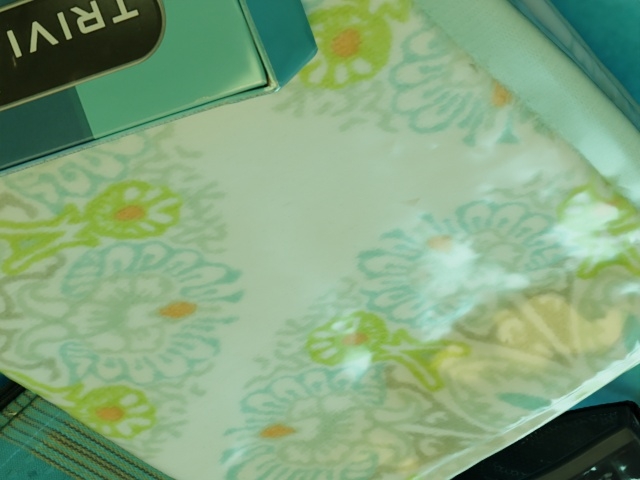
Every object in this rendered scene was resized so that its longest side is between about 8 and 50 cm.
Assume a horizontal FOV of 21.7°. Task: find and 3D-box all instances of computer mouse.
[{"bbox_3d":[0.138,0.169,1.027,0.272,0.072,0.188,-21,124,-24],"label":"computer mouse"}]

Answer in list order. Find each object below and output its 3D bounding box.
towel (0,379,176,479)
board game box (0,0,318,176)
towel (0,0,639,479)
[{"bbox_3d":[-0.042,0.166,1.045,0.271,0.040,0.370,-39,125,18],"label":"towel"},{"bbox_3d":[-0.179,-0.182,0.619,0.254,0.079,0.336,-16,103,16],"label":"board game box"},{"bbox_3d":[0.000,0.000,0.810,0.320,0.090,0.374,-33,133,19],"label":"towel"}]
